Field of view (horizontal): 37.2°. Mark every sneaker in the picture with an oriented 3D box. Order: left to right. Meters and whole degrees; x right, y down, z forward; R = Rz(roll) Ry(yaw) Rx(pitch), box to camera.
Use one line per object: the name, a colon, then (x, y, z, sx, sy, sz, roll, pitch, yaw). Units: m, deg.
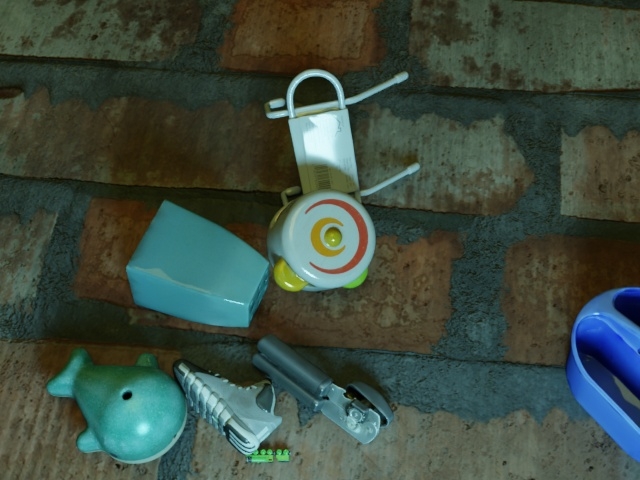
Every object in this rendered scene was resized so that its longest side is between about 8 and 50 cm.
sneaker: (-0.161, 0.280, 1.758, 0.132, 0.086, 0.229, -35, 66, -30)

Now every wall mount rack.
wall mount rack: (0.053, -0.200, 1.938, 0.304, 0.349, 0.130, -11, 25, -2)

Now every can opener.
can opener: (0.006, 0.268, 1.768, 0.283, 0.076, 0.095, 35, 34, 21)

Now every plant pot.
plant pot: (-0.225, 0.063, 1.838, 0.234, 0.165, 0.165, 20, 62, 7)

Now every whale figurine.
whale figurine: (-0.374, 0.281, 1.720, 0.272, 0.141, 0.216, 28, 65, 18)

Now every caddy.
caddy: (0.596, 0.239, 1.686, 0.241, 0.179, 0.341, -34, 64, -16)

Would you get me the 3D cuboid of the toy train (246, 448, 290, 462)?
toy train: (-0.095, 0.389, 1.717, 0.083, 0.017, 0.023, -1, 70, 2)

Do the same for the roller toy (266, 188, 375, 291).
roller toy: (0.000, 0.000, 1.833, 0.210, 0.146, 0.191, -3, 85, -20)
